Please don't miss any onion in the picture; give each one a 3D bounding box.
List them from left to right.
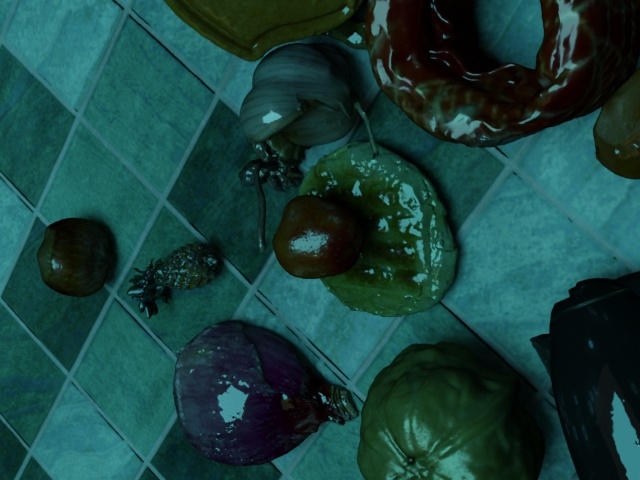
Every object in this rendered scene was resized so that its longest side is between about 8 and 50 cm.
[{"bbox_3d":[-0.122,0.287,1.889,0.348,0.159,0.267,-1,104,35],"label":"onion"}]

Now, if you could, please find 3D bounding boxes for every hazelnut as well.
[{"bbox_3d":[-0.474,0.033,2.082,0.143,0.143,0.154,9,91,32],"label":"hazelnut"}]

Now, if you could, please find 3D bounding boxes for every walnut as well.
[{"bbox_3d":[0.193,0.297,1.605,0.282,0.277,0.253,21,106,15],"label":"walnut"}]

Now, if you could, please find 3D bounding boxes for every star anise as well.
[{"bbox_3d":[-0.111,-0.089,1.750,0.148,0.227,0.218,-40,84,29],"label":"star anise"}]

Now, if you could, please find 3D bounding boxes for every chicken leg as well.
[{"bbox_3d":[0.003,-0.352,1.701,0.198,0.069,0.085,30,94,17],"label":"chicken leg"}]

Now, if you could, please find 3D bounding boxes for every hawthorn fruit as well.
[{"bbox_3d":[0.000,0.000,1.667,0.138,0.133,0.133,6,106,38],"label":"hawthorn fruit"}]

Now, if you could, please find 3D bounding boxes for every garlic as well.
[{"bbox_3d":[-0.008,-0.180,1.688,0.257,0.207,0.207,48,123,16],"label":"garlic"}]

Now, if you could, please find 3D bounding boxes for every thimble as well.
[{"bbox_3d":[0.243,-0.304,1.443,0.350,0.230,0.350,9,106,33],"label":"thimble"}]

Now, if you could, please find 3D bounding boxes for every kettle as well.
[{"bbox_3d":[0.445,0.179,1.475,0.268,0.207,0.290,-20,78,9],"label":"kettle"}]

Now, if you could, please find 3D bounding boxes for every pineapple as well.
[{"bbox_3d":[-0.265,0.068,1.974,0.221,0.083,0.103,-23,88,38],"label":"pineapple"}]

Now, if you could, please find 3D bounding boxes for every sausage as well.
[{"bbox_3d":[0.461,-0.179,1.388,0.133,0.133,0.258,49,126,14],"label":"sausage"}]

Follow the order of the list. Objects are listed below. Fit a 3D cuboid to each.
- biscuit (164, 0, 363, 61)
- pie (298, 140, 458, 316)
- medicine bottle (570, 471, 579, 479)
[{"bbox_3d":[-0.073,-0.488,1.564,0.349,0.078,0.455,10,107,-11],"label":"biscuit"},{"bbox_3d":[0.080,-0.012,1.728,0.306,0.071,0.306,10,107,34],"label":"pie"},{"bbox_3d":[0.450,0.395,1.559,0.168,0.105,0.105,3,104,34],"label":"medicine bottle"}]
